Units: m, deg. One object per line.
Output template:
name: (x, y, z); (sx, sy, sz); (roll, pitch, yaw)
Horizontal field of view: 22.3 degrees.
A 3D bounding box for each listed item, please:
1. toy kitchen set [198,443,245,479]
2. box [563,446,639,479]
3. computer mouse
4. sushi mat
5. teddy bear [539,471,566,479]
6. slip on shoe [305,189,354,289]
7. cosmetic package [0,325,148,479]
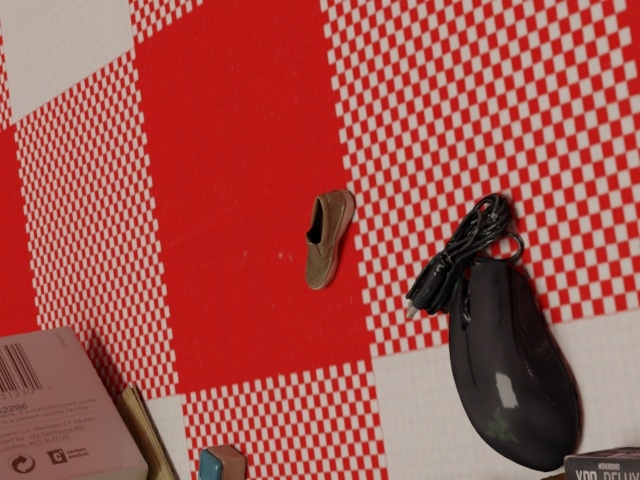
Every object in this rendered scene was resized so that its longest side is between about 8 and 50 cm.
toy kitchen set: (-0.144, 0.361, 2.047); (0.207, 0.166, 0.122); (27, 117, 54)
box: (0.337, 0.295, 1.345); (0.307, 0.077, 0.242); (-12, 83, 58)
computer mouse: (0.163, 0.108, 1.608); (0.188, 0.072, 0.272); (-54, 49, 45)
sushi mat: (-0.241, 0.372, 2.347); (0.316, 0.019, 0.151); (60, 142, 35)
teddy bear: (0.109, 0.328, 1.574); (0.245, 0.338, 0.113); (-67, -44, -80)
slip on shoe: (0.000, 0.000, 1.888); (0.051, 0.041, 0.135); (56, 138, 39)
cosmetic package: (-0.487, 0.394, 2.432); (0.327, 0.329, 0.393); (53, 141, 41)
